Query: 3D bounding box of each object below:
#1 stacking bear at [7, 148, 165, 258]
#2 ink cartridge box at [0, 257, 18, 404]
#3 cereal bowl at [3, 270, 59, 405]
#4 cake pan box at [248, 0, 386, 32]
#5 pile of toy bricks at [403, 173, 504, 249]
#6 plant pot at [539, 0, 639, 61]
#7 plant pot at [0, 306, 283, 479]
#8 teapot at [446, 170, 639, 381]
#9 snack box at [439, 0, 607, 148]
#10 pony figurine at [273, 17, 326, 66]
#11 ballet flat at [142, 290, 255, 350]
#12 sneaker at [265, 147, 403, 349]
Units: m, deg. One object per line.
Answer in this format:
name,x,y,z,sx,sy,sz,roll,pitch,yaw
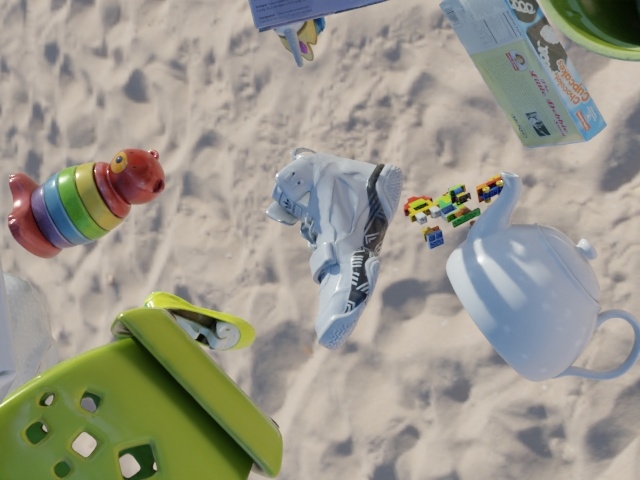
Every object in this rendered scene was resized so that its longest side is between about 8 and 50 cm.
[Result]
stacking bear,-0.441,-0.088,1.874,0.289,0.164,0.175,-23,49,10
ink cartridge box,-0.284,0.037,0.594,0.289,0.121,0.211,-44,56,54
cereal bowl,-0.498,0.218,1.478,0.339,0.141,0.339,-166,90,-89
cake pan box,0.026,-0.378,1.038,0.267,0.070,0.246,-11,109,16
pile of toy bricks,0.263,-0.066,1.888,0.105,0.212,0.118,49,158,54
plant pot,0.425,-0.329,1.131,0.276,0.254,0.276,0,89,34
plant pot,-0.173,0.191,0.880,0.228,0.207,0.227,46,164,-3
teapot,0.321,0.070,1.383,0.187,0.256,0.252,-37,50,14
snack box,0.354,-0.312,1.687,0.322,0.060,0.187,56,162,-14
pony figurine,-0.127,-0.474,1.471,0.303,0.363,0.351,-24,55,24
ballet flat,-0.214,0.160,1.727,0.077,0.231,0.077,-59,28,12
sneaker,0.000,0.000,1.596,0.137,0.210,0.366,110,179,-58
